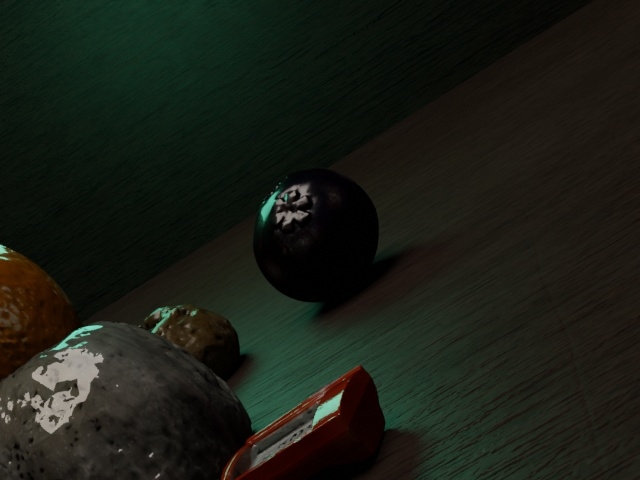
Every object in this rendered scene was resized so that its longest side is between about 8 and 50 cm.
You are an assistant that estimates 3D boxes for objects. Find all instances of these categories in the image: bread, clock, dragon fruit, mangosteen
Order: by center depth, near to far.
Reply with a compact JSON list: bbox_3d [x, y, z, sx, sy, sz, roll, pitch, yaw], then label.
[{"bbox_3d":[-0.017,0.193,1.130,0.155,0.061,0.113,-34,8,21],"label":"clock"},{"bbox_3d":[-0.220,0.195,1.334,0.204,0.221,0.283,-33,4,41],"label":"dragon fruit"},{"bbox_3d":[-0.231,0.177,1.763,0.230,0.123,0.230,-31,11,7],"label":"bread"},{"bbox_3d":[0.000,0.000,1.781,0.194,0.194,0.230,-32,-24,6],"label":"mangosteen"}]

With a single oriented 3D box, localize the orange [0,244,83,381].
[{"bbox_3d":[-0.455,0.204,1.562,0.326,0.424,0.424,6,-10,-26],"label":"orange"}]
